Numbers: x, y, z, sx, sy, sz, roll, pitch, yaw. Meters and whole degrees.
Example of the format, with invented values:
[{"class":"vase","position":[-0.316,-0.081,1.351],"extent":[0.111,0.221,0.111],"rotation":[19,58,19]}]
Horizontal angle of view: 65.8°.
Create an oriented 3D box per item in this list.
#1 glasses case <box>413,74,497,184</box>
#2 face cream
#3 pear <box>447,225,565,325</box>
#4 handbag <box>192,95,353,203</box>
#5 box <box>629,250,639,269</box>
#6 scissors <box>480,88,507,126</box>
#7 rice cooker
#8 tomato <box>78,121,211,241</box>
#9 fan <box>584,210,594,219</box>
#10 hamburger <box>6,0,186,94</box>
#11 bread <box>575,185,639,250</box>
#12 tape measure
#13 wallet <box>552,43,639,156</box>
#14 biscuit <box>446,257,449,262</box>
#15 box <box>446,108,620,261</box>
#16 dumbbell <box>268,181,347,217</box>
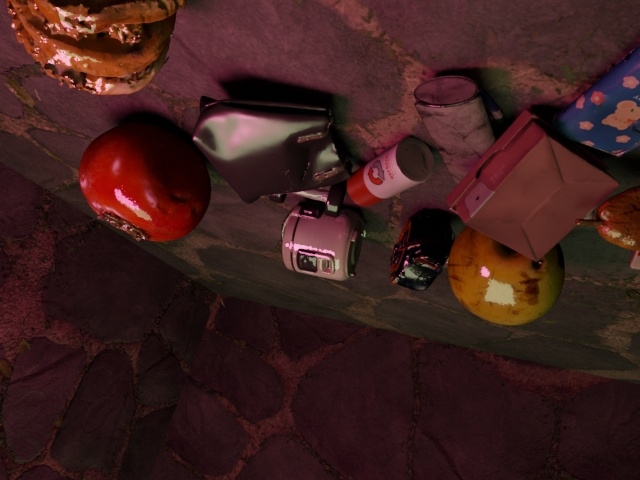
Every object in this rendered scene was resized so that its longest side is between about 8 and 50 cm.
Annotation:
[{"class":"glasses case","position":[0.269,-0.184,0.907],"extent":[0.114,0.060,0.299],"rotation":[8,163,34]},{"class":"face cream","position":[0.148,-0.144,1.097],"extent":[0.095,0.096,0.214],"rotation":[24,160,-19]},{"class":"pear","position":[0.429,0.056,1.147],"extent":[0.283,0.284,0.283],"rotation":[16,161,5]},{"class":"handbag","position":[-0.088,-0.204,1.081],"extent":[0.288,0.152,0.342],"rotation":[0,160,13]},{"class":"box","position":[0.846,0.018,0.996],"extent":[0.353,0.069,0.214],"rotation":[9,160,27]},{"class":"scissors","position":[0.291,-0.229,0.863],"extent":[0.113,0.012,0.039],"rotation":[30,158,-32]},{"class":"rice cooker","position":[0.000,0.000,1.450],"extent":[0.244,0.226,0.226],"rotation":[14,161,18]},{"class":"tomato","position":[-0.458,-0.152,1.310],"extent":[0.325,0.290,0.293],"rotation":[33,153,-35]},{"class":"fan","position":[0.446,-0.069,1.039],"extent":[0.244,0.074,0.130],"rotation":[6,-159,3]},{"class":"hamburger","position":[-0.322,-0.345,0.704],"extent":[0.245,0.261,0.211],"rotation":[16,166,-20]},{"class":"bread","position":[0.609,-0.036,0.875],"extent":[0.344,0.124,0.084],"rotation":[0,-179,-6]},{"class":"tape measure","position":[0.262,0.029,1.320],"extent":[0.135,0.202,0.223],"rotation":[20,146,-3]},{"class":"wallet","position":[0.462,-0.201,0.721],"extent":[0.141,0.059,0.202],"rotation":[17,161,-5]},{"class":"biscuit","position":[0.480,0.056,1.455],"extent":[0.265,0.040,0.188],"rotation":[9,160,20]},{"class":"box","position":[0.380,-0.087,0.889],"extent":[0.215,0.086,0.215],"rotation":[24,122,-24]},{"class":"dumbbell","position":[-0.033,-0.128,1.296],"extent":[0.191,0.100,0.100],"rotation":[16,161,5]}]
